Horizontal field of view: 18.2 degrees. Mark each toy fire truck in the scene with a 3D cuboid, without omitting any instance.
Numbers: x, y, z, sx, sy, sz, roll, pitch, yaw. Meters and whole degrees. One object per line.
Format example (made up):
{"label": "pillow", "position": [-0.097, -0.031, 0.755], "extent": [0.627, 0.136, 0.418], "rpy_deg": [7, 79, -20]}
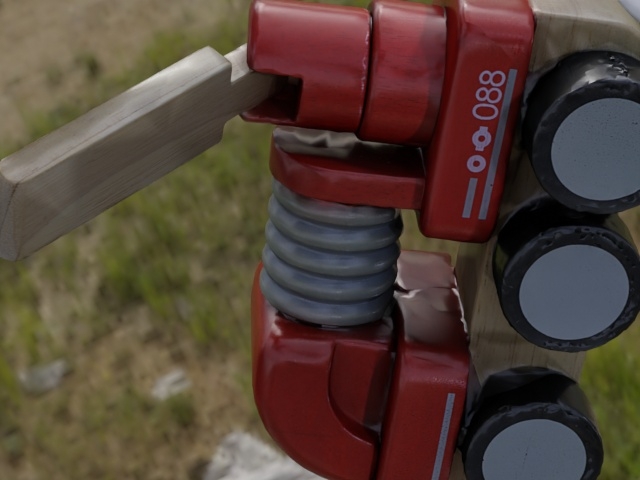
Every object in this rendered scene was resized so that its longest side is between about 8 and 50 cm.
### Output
{"label": "toy fire truck", "position": [0.000, 0.000, 0.786], "extent": [0.246, 0.217, 0.158], "rpy_deg": [6, 28, -6]}

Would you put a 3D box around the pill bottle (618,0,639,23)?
{"label": "pill bottle", "position": [0.149, -0.028, 0.393], "extent": [0.112, 0.187, 0.112], "rpy_deg": [-38, 34, 32]}
